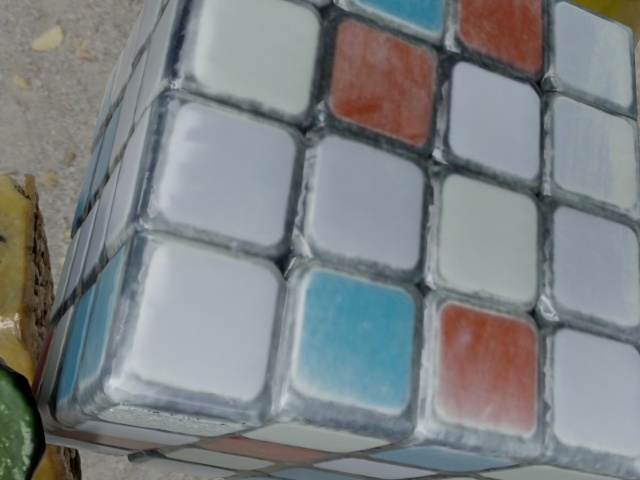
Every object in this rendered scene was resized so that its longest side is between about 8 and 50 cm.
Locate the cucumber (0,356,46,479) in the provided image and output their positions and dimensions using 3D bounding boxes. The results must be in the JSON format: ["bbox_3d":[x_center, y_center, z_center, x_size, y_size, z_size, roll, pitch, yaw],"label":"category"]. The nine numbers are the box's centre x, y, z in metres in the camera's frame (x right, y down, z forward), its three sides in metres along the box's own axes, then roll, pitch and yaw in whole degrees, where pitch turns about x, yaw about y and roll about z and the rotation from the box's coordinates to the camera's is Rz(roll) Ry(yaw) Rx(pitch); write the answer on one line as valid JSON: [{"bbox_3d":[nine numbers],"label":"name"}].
[{"bbox_3d":[-0.184,0.079,0.438,0.220,0.046,0.070,0,94,56],"label":"cucumber"}]

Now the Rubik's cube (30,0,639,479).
[{"bbox_3d":[0.000,0.000,0.487,0.253,0.256,0.259,14,67,-21],"label":"Rubik's cube"}]

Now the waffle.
[{"bbox_3d":[-0.274,0.118,0.775,0.091,0.213,0.308,-6,128,-13],"label":"waffle"}]

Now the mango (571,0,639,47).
[{"bbox_3d":[0.203,-0.254,0.842,0.220,0.445,0.301,-6,83,12],"label":"mango"}]
